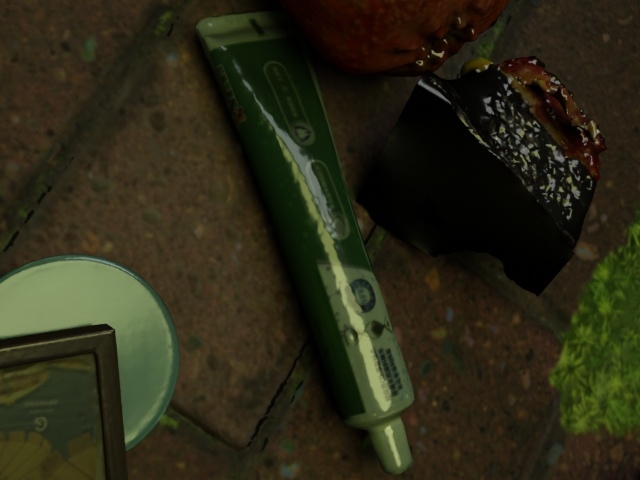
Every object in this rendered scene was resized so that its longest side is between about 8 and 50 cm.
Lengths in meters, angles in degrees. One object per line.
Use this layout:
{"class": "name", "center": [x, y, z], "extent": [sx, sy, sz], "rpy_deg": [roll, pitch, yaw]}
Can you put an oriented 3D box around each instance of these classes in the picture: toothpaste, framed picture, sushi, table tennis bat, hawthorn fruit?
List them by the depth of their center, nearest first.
{"class": "framed picture", "center": [-0.195, 0.149, 0.623], "extent": [0.127, 0.023, 0.169], "rpy_deg": [-7, 100, -28]}
{"class": "table tennis bat", "center": [-0.214, 0.090, 0.641], "extent": [0.244, 0.040, 0.153], "rpy_deg": [-6, 90, -28]}
{"class": "hawthorn fruit", "center": [0.042, -0.256, 0.733], "extent": [0.205, 0.205, 0.253], "rpy_deg": [-21, 78, -27]}
{"class": "toothpaste", "center": [0.000, 0.000, 0.746], "extent": [0.098, 0.061, 0.392], "rpy_deg": [-16, 85, -34]}
{"class": "sushi", "center": [0.155, -0.074, 0.787], "extent": [0.172, 0.153, 0.150], "rpy_deg": [32, 50, 5]}
